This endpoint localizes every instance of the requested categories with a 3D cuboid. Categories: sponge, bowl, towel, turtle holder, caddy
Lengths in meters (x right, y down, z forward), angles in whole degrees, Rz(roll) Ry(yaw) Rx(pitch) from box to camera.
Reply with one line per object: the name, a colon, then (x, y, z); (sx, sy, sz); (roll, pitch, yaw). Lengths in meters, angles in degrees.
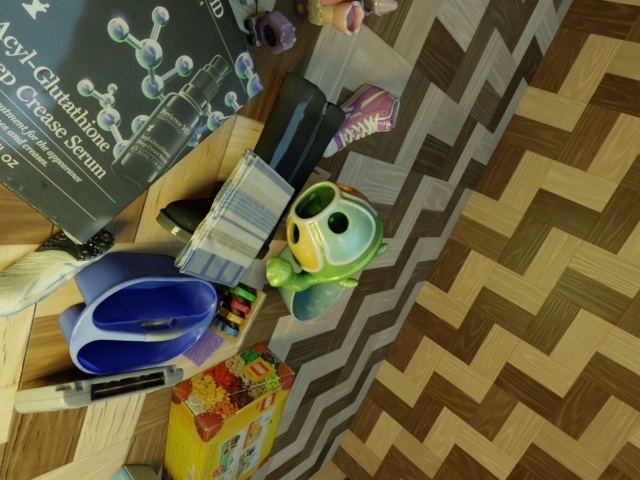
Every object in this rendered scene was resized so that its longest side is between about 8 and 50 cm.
sponge: (-0.368, 0.288, 1.202); (0.117, 0.031, 0.210); (-46, 147, -20)
bowl: (-0.039, 0.100, 1.367); (0.311, 0.163, 0.312); (-36, 144, -32)
towel: (-0.175, -0.037, 0.890); (0.285, 0.034, 0.209); (-59, 152, -2)
turtle holder: (0.001, -0.016, 1.079); (0.320, 0.244, 0.227); (-25, 136, 9)
caddy: (-0.391, 0.167, 0.911); (0.341, 0.179, 0.242); (8, 111, -57)

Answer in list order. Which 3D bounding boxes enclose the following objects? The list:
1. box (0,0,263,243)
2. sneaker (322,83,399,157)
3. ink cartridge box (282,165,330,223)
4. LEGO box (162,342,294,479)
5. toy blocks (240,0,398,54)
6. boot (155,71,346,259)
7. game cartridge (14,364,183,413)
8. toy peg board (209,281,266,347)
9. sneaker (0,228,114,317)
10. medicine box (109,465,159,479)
box: (-0.326, -0.250, 0.584); (0.395, 0.211, 0.294); (-48, 148, -17)
sneaker: (0.120, -0.337, 1.192); (0.282, 0.161, 0.102); (-50, 150, -9)
ink cartridge box: (-0.052, -0.131, 1.189); (0.181, 0.104, 0.062); (-50, 149, -10)
LEGO box: (-0.331, 0.670, 1.448); (0.372, 0.193, 0.501); (-16, 131, -48)
toy blocks: (0.030, -0.534, 0.781); (0.309, 0.260, 0.289); (-41, 146, -25)
boot: (-0.144, -0.186, 0.964); (0.445, 0.146, 0.367); (-58, 158, 7)
game cartridge: (-0.492, 0.332, 0.924); (0.198, 0.062, 0.297); (-20, 164, 25)
toy peg board: (-0.256, 0.188, 1.140); (0.079, 0.161, 0.161); (37, 74, -38)
sneaker: (-0.500, 0.052, 0.760); (0.237, 0.085, 0.086); (-39, 172, -33)
medicine box: (-0.588, 0.891, 1.219); (0.289, 0.263, 0.149); (-50, 148, -13)
